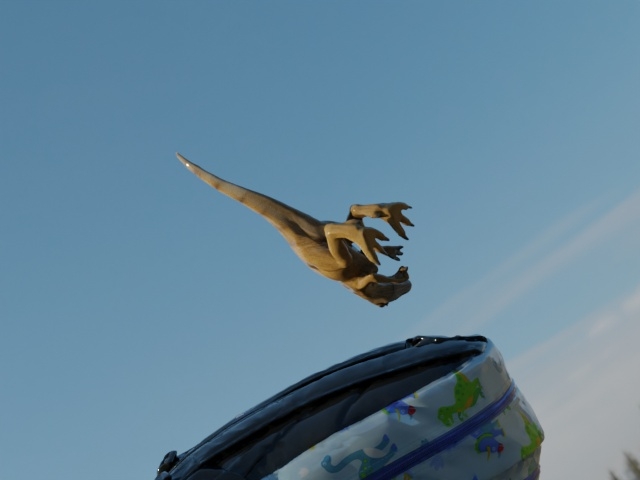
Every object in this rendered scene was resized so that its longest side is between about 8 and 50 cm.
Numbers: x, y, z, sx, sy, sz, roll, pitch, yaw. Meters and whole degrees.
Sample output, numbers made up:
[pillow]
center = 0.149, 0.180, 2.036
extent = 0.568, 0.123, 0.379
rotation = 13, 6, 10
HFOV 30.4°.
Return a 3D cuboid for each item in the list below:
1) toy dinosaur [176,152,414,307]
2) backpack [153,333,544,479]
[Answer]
[toy dinosaur]
center = 0.000, 0.000, 0.853
extent = 0.112, 0.064, 0.211
rotation = -21, -48, 42
[backpack]
center = 0.043, 0.227, 1.168
extent = 0.355, 0.273, 0.290
rotation = -41, 0, -8
